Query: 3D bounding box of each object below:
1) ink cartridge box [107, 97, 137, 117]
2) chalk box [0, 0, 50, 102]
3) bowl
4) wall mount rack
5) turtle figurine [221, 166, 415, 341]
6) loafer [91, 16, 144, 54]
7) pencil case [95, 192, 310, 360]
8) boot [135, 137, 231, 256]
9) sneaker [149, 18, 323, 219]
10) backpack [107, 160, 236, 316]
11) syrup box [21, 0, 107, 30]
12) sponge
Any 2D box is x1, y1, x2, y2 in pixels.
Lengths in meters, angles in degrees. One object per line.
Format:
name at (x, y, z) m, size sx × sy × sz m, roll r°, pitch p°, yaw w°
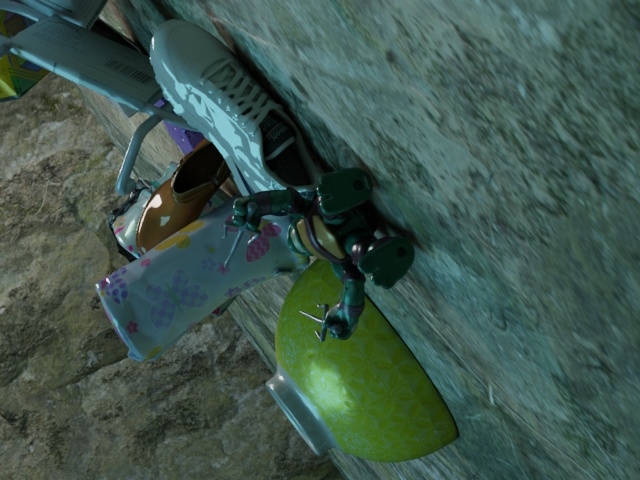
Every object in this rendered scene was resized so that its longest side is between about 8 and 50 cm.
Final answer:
ink cartridge box at (-0.335, -0.261, 2.625) m, size 0.088 × 0.052 × 0.122 m, roll 57°, pitch 173°, yaw -25°
chalk box at (-0.421, -0.269, 2.063) m, size 0.213 × 0.132 × 0.132 m, roll -62°, pitch -41°, yaw -61°
bowl at (0.025, 0.179, 2.013) m, size 0.289 × 0.156 × 0.289 m, roll 53°, pitch 173°, yaw 10°
wall mount rack at (-0.261, -0.182, 1.918) m, size 0.350 × 0.130 × 0.304 m, roll 25°, pitch -153°, yaw 7°
turtle figurine at (0.000, 0.000, 1.517) m, size 0.175 × 0.118 × 0.234 m, roll 40°, pitch 160°, yaw -12°
loafer at (-0.355, -0.290, 2.238) m, size 0.268 × 0.102 × 0.092 m, roll 18°, pitch 171°, yaw -31°
pencil case at (-0.147, 0.039, 2.017) m, size 0.124 × 0.273 × 0.113 m, roll 61°, pitch 176°, yaw -24°
boot at (-0.176, -0.057, 2.020) m, size 0.073 × 0.197 × 0.152 m, roll 33°, pitch -178°, yaw -3°
sneaker at (-0.078, -0.131, 1.591) m, size 0.235 × 0.090 × 0.095 m, roll 51°, pitch 160°, yaw -4°
backpack at (-0.201, 0.003, 2.412) m, size 0.225 × 0.191 × 0.253 m, roll 39°, pitch -176°, yaw -13°
syrup box at (-0.306, -0.333, 1.861) m, size 0.096 × 0.093 × 0.237 m, roll 27°, pitch 169°, yaw 4°
sponge at (-0.200, -0.170, 2.294) m, size 0.117 × 0.031 × 0.210 m, roll 51°, pitch 172°, yaw 25°
